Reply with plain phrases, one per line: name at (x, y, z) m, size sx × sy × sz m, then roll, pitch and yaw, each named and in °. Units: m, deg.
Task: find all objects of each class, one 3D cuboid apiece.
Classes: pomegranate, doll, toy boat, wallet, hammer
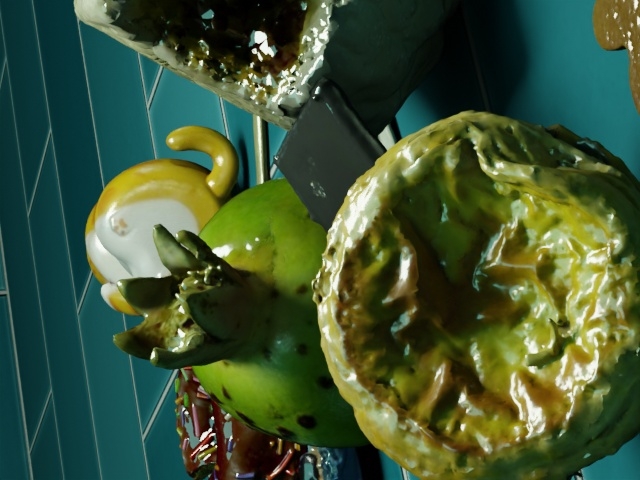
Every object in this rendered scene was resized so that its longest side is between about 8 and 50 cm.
pomegranate at (-0.037, 0.042, 1.494) m, size 0.231 × 0.286 × 0.231 m, roll -34°, pitch 48°, yaw 48°
doll at (-0.178, -0.004, 2.143) m, size 0.167 × 0.162 × 0.269 m, roll 55°, pitch 155°, yaw -3°
toy boat at (0.003, 0.255, 1.716) m, size 0.100 × 0.097 × 0.223 m, roll 152°, pitch 114°, yaw -74°
wallet at (0.072, 0.022, 1.334) m, size 0.285 × 0.030 × 0.146 m, roll 51°, pitch 155°, yaw 7°
hammer at (-0.062, -0.140, 1.980) m, size 0.062 × 0.013 × 0.199 m, roll -178°, pitch 85°, yaw -73°

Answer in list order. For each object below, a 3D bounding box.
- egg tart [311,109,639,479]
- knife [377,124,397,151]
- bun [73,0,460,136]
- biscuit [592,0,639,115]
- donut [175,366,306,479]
egg tart at (0.114, 0.038, 1.200) m, size 0.106 × 0.241 × 0.241 m, roll 3°, pitch -99°, yaw -63°
knife at (0.030, -0.116, 1.653) m, size 0.073 × 0.040 × 0.266 m, roll -53°, pitch 42°, yaw 48°
bun at (-0.030, -0.198, 1.462) m, size 0.205 × 0.281 × 0.281 m, roll -61°, pitch 20°, yaw -1°
biscuit at (0.193, -0.156, 1.128) m, size 0.138 × 0.031 × 0.205 m, roll 130°, pitch 134°, yaw -66°
donut at (-0.085, 0.182, 1.982) m, size 0.230 × 0.096 × 0.216 m, roll -115°, pitch 27°, yaw -50°
